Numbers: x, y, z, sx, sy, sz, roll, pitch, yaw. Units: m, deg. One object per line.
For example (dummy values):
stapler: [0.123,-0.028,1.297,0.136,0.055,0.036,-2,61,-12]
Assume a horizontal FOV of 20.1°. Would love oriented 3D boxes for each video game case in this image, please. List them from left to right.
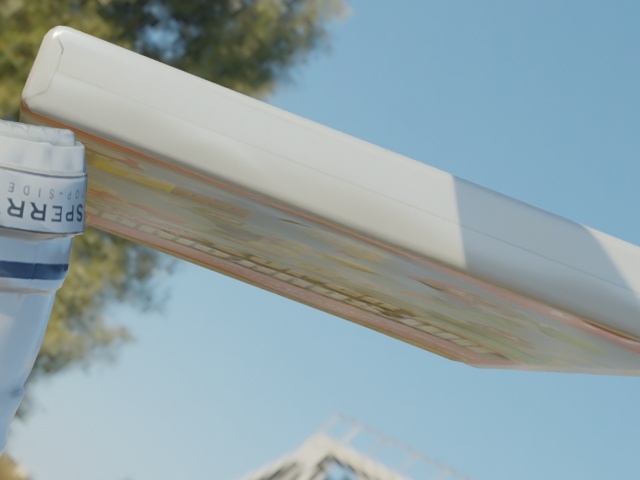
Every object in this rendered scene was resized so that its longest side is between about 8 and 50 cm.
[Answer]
video game case: [0.000,0.000,0.587,0.204,0.025,0.285,21,-7,-8]

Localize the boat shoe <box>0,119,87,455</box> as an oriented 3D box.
boat shoe: [-0.150,-0.007,0.377,0.226,0.075,0.083,14,3,35]
